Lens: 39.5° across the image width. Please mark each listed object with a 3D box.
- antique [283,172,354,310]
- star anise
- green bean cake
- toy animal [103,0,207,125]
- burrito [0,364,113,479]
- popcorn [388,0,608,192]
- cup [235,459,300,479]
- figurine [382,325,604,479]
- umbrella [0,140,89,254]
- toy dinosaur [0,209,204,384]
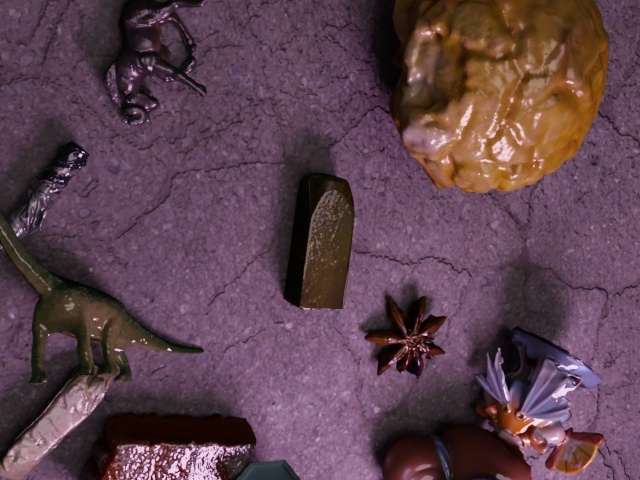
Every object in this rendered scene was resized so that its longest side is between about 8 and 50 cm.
[{"bbox_3d":[0.000,0.000,1.470,0.081,0.080,0.220,4,97,-25],"label":"antique"},{"bbox_3d":[0.156,0.174,1.587,0.168,0.057,0.167,-5,101,-26],"label":"star anise"},{"bbox_3d":[-0.241,0.352,1.404,0.233,0.097,0.198,23,89,-27],"label":"green bean cake"},{"bbox_3d":[-0.244,-0.285,1.305,0.148,0.084,0.232,-3,103,-24],"label":"toy animal"},{"bbox_3d":[-0.396,0.268,1.339,0.229,0.058,0.063,-47,112,-11],"label":"burrito"},{"bbox_3d":[0.284,-0.250,1.419,0.390,0.354,0.344,27,68,-25],"label":"popcorn"},{"bbox_3d":[-0.074,0.473,1.436,0.148,0.134,0.235,-25,122,-23],"label":"cup"},{"bbox_3d":[0.327,0.359,1.605,0.388,0.277,0.248,-56,140,-5],"label":"figurine"},{"bbox_3d":[-0.402,-0.061,1.284,0.188,0.050,0.046,-53,145,-9],"label":"umbrella"},{"bbox_3d":[-0.357,0.059,1.312,0.447,0.087,0.300,10,64,-53],"label":"toy dinosaur"}]
